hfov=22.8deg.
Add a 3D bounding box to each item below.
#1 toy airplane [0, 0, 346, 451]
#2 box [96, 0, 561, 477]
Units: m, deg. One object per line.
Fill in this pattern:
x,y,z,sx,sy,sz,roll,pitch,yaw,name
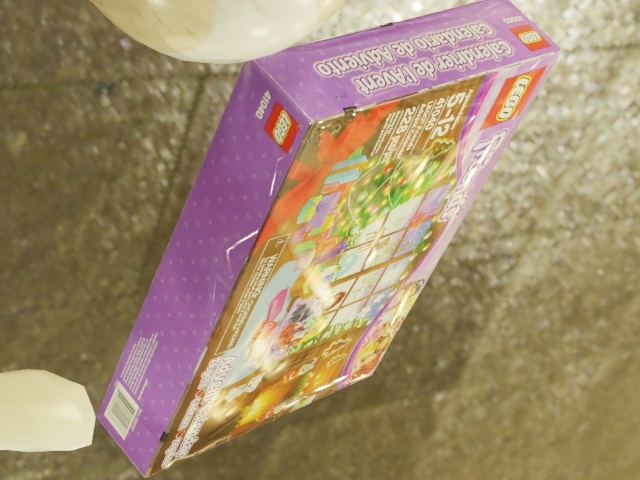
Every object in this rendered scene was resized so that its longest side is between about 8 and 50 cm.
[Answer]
-0.114,-0.120,0.381,0.272,0.384,0.386,29,108,-29,toy airplane
0.000,0.000,0.925,0.201,0.057,0.293,-21,149,-41,box
